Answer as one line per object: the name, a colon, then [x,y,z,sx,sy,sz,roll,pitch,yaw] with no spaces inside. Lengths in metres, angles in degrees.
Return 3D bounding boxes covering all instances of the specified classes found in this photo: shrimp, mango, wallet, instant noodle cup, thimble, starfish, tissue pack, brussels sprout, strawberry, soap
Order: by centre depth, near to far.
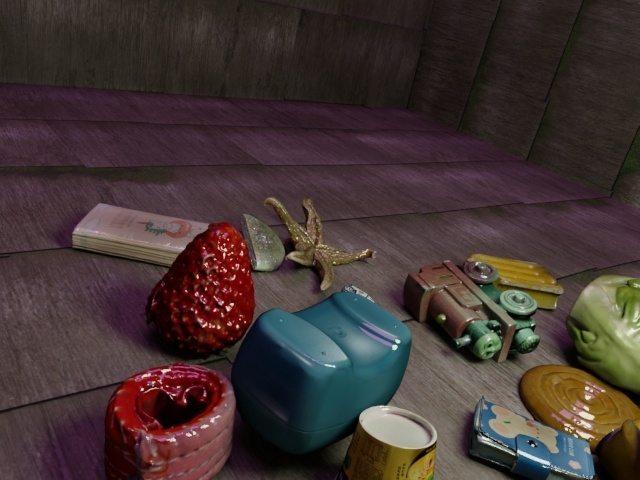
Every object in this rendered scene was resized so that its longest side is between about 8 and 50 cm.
thimble: [-0.214,0.268,0.825,0.163,0.125,0.190,23,26,27]
instant noodle cup: [0.100,0.321,0.840,0.152,0.122,0.151,9,9,-1]
tissue pack: [0.003,0.216,0.929,0.198,0.206,0.287,31,24,31]
mango: [0.613,0.387,0.944,0.287,0.152,0.201,23,29,23]
wallet: [0.361,0.357,1.000,0.202,0.059,0.141,21,19,13]
strawberry: [-0.212,0.079,1.089,0.205,0.244,0.205,13,21,-5]
brussels sprout: [0.732,0.212,1.280,0.328,0.247,0.328,18,19,-6]
tissue pack: [-0.406,-0.009,1.393,0.326,0.071,0.170,11,26,-4]
starfish: [-0.004,0.008,1.516,0.327,0.094,0.375,15,36,-33]
shrimp: [-0.056,0.024,1.558,0.083,0.023,0.114,12,25,-12]
soap: [0.509,0.108,1.586,0.258,0.080,0.160,9,23,-8]

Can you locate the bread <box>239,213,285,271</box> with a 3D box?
bread: [-0.138,0.008,1.479,0.112,0.036,0.193,17,37,-35]

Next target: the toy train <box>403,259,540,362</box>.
toy train: [0.350,0.162,1.334,0.222,0.150,0.304,-10,33,-22]

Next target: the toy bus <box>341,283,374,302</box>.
toy bus: [0.056,0.168,1.231,0.089,0.087,0.194,26,26,12]

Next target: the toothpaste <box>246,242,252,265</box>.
toothpaste: [-0.184,0.025,1.477,0.064,0.041,0.218,24,28,1]

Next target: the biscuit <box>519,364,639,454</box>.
biscuit: [0.533,0.332,1.166,0.262,0.037,0.262,11,24,-5]
